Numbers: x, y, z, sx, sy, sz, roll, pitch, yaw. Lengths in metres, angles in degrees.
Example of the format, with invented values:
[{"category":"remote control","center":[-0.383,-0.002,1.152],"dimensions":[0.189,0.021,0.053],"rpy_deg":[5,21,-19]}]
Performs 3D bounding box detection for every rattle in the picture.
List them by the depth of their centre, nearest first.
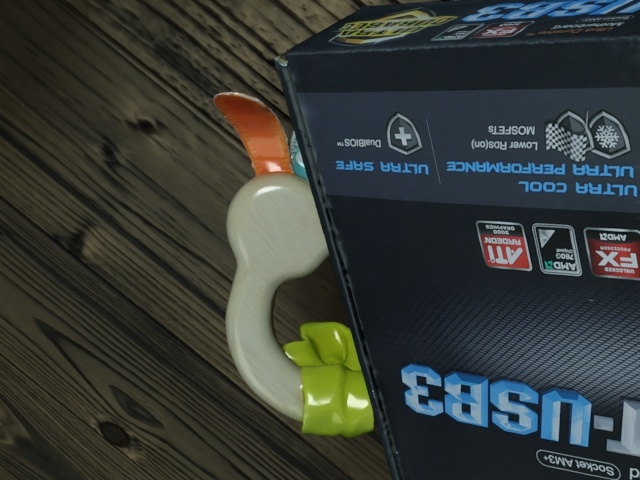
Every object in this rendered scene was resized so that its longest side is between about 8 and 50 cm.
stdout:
[{"category":"rattle","center":[0.000,0.000,0.745],"dimensions":[0.130,0.143,0.199],"rpy_deg":[-25,98,20]}]

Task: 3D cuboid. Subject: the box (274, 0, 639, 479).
[{"category":"box","center":[0.143,0.042,0.562],"dimensions":[0.295,0.073,0.293],"rpy_deg":[5,119,40]}]
